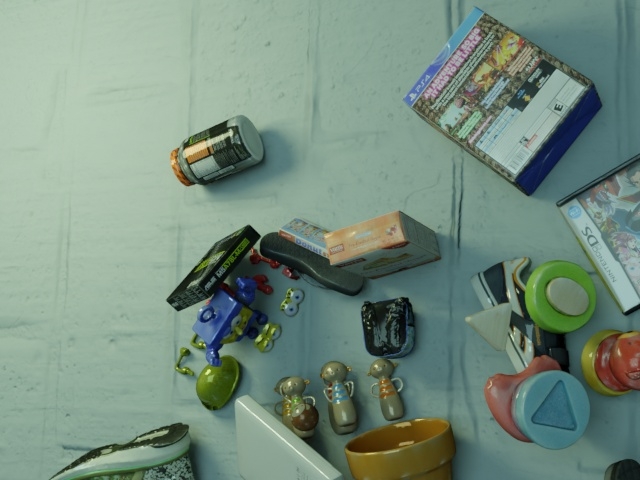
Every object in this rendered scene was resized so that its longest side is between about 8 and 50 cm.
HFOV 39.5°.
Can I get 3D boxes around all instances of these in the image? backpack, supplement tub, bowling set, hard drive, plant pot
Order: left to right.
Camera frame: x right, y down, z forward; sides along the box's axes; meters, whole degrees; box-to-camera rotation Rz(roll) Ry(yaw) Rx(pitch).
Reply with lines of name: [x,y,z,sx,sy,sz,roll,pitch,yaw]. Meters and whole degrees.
supplement tub: [-0.234,-0.196,2.004,0.190,0.117,0.117,-20,73,20]
hard drive: [-0.064,0.459,1.740,0.308,0.040,0.203,30,129,45]
bowling set: [0.008,0.302,1.762,0.287,0.200,0.154,-20,67,16]
backpack: [0.140,0.179,1.783,0.105,0.084,0.114,-9,72,23]
plant pot: [0.165,0.455,1.672,0.205,0.205,0.187,-13,91,21]

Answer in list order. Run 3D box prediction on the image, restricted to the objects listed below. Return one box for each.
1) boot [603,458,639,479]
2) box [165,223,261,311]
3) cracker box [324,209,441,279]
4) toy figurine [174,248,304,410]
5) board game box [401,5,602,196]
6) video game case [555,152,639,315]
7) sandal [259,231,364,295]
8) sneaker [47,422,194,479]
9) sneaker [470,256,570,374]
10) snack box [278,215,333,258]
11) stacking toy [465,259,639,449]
boot: [0.435,0.532,1.456,0.223,0.118,0.338,-23,54,50]
box: [-0.228,0.060,1.892,0.045,0.191,0.184,47,60,-12]
cracker box: [0.126,0.014,1.739,0.156,0.232,0.067,-18,73,21]
toy figurine: [-0.223,0.174,1.875,0.191,0.217,0.362,38,96,25]
board game box: [0.353,-0.269,1.740,0.291,0.141,0.232,42,98,25]
video game case: [0.616,-0.035,1.638,0.275,0.035,0.248,-32,69,16]
sandal: [-0.014,0.053,1.887,0.255,0.097,0.054,26,132,27]
sneaker: [-0.441,0.544,1.957,0.410,0.158,0.182,-21,90,24]
sneaker: [0.403,0.177,1.644,0.127,0.126,0.321,-30,72,15]
snack box: [0.000,0.000,1.893,0.178,0.064,0.022,25,132,26]
stacking toy: [0.424,0.189,1.517,0.309,0.130,0.279,-29,94,-17]
